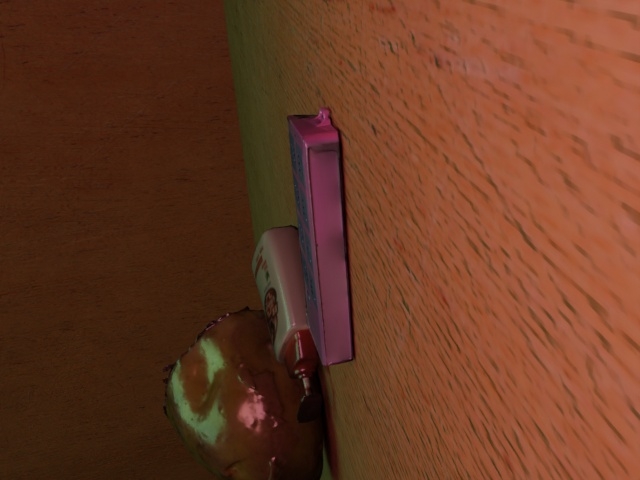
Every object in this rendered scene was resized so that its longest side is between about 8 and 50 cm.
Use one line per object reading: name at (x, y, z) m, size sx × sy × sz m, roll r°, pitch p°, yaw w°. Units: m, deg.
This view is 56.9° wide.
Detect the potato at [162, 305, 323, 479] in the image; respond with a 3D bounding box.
potato at (-0.097, 0.303, 0.987) m, size 0.237 × 0.301 × 0.289 m, roll 50°, pitch 180°, yaw 43°

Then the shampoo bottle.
shampoo bottle at (-0.046, 0.128, 0.911) m, size 0.153 × 0.071 × 0.284 m, roll 120°, pitch 142°, yaw -54°

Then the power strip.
power strip at (0.000, 0.000, 0.629) m, size 0.109 × 0.037 × 0.279 m, roll -118°, pitch 21°, yaw -63°
